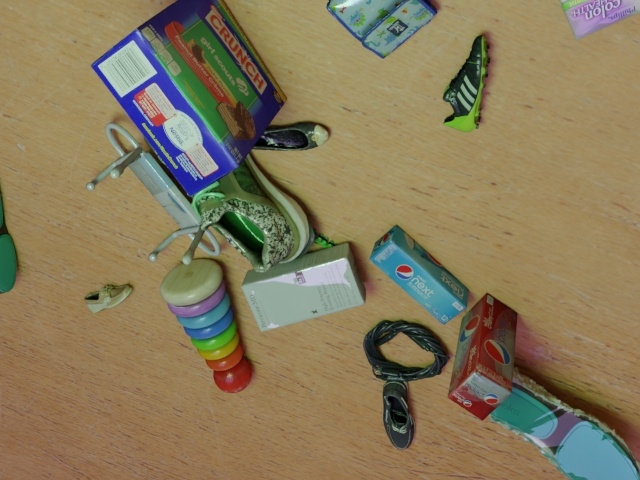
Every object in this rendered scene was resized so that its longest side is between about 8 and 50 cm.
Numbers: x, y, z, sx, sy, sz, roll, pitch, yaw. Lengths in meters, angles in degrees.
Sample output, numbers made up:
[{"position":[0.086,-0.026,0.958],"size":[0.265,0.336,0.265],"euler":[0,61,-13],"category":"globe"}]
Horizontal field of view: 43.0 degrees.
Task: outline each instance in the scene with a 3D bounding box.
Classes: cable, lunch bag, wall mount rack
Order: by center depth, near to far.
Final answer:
[{"position":[0.104,-0.398,1.383],"size":[0.129,0.096,0.151],"euler":[-36,119,27],"category":"lunch bag"},{"position":[-0.331,-0.069,1.605],"size":[0.350,0.130,0.304],"euler":[51,157,-15],"category":"wall mount rack"},{"position":[0.188,0.239,1.760],"size":[0.184,0.047,0.151],"euler":[0,114,19],"category":"cable"}]

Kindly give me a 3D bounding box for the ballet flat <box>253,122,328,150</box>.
[{"position":[-0.068,-0.193,1.572],"size":[0.173,0.049,0.057],"euler":[-3,119,17],"category":"ballet flat"}]

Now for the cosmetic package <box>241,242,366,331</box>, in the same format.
[{"position":[-0.033,0.097,1.671],"size":[0.231,0.085,0.117],"euler":[-18,110,12],"category":"cosmetic package"}]

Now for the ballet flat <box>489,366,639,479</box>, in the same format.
[{"position":[0.494,0.378,1.694],"size":[0.409,0.147,0.147],"euler":[37,122,1],"category":"ballet flat"}]

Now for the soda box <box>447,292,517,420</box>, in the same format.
[{"position":[0.317,0.219,1.575],"size":[0.083,0.263,0.092],"euler":[34,122,-4],"category":"soda box"}]

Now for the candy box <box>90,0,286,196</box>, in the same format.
[{"position":[-0.209,-0.271,1.408],"size":[0.122,0.317,0.268],"euler":[-27,111,26],"category":"candy box"}]

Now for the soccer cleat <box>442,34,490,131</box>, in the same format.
[{"position":[0.254,-0.274,1.429],"size":[0.072,0.060,0.179],"euler":[11,125,11],"category":"soccer cleat"}]

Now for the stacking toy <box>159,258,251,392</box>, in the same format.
[{"position":[-0.236,0.206,1.819],"size":[0.141,0.141,0.330],"euler":[-6,124,19],"category":"stacking toy"}]

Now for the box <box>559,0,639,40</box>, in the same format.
[{"position":[0.443,-0.468,1.228],"size":[0.213,0.117,0.243],"euler":[-21,111,25],"category":"box"}]

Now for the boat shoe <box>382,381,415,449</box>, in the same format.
[{"position":[0.171,0.404,1.842],"size":[0.075,0.065,0.206],"euler":[1,120,15],"category":"boat shoe"}]

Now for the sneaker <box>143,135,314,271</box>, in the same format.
[{"position":[-0.196,-0.095,1.576],"size":[0.410,0.182,0.158],"euler":[42,119,-1],"category":"sneaker"}]

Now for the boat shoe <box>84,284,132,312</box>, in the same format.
[{"position":[-0.494,0.129,1.879],"size":[0.135,0.050,0.045],"euler":[-24,116,26],"category":"boat shoe"}]

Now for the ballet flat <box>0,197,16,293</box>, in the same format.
[{"position":[-0.761,-0.016,1.855],"size":[0.096,0.095,0.281],"euler":[8,111,23],"category":"ballet flat"}]

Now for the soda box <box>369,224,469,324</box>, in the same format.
[{"position":[0.200,0.069,1.635],"size":[0.210,0.071,0.067],"euler":[42,121,-10],"category":"soda box"}]

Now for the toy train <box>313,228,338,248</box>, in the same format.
[{"position":[0.000,0.000,1.685],"size":[0.083,0.017,0.024],"euler":[34,132,-5],"category":"toy train"}]
